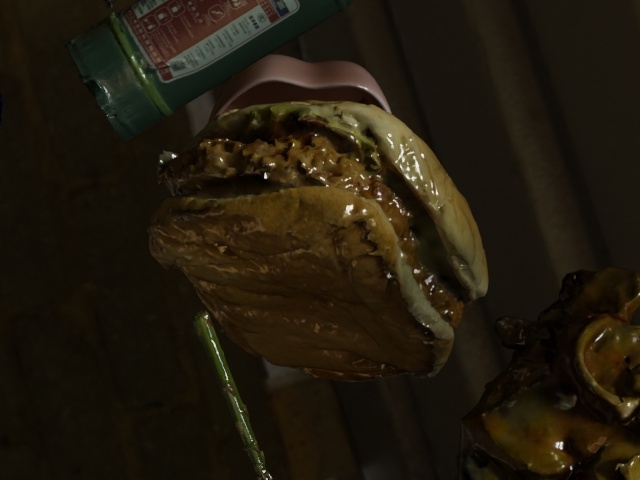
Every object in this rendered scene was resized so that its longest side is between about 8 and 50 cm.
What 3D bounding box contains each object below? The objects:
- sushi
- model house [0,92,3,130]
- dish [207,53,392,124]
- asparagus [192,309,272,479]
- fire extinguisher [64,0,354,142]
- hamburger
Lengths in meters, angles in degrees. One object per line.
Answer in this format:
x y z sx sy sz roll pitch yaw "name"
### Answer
0.186 0.145 0.843 0.200 0.213 0.204 7 -55 12 "sushi"
-0.365 -0.061 0.832 0.243 0.299 0.284 -101 -148 -55 "model house"
-0.021 -0.132 1.388 0.213 0.213 0.090 112 -18 -49 "dish"
-0.091 0.194 1.434 0.024 0.025 0.248 -15 -83 54 "asparagus"
-0.051 -0.191 0.998 0.118 0.294 0.093 59 2 10 "fire extinguisher"
0.001 0.000 1.075 0.260 0.144 0.283 5 -29 25 "hamburger"
